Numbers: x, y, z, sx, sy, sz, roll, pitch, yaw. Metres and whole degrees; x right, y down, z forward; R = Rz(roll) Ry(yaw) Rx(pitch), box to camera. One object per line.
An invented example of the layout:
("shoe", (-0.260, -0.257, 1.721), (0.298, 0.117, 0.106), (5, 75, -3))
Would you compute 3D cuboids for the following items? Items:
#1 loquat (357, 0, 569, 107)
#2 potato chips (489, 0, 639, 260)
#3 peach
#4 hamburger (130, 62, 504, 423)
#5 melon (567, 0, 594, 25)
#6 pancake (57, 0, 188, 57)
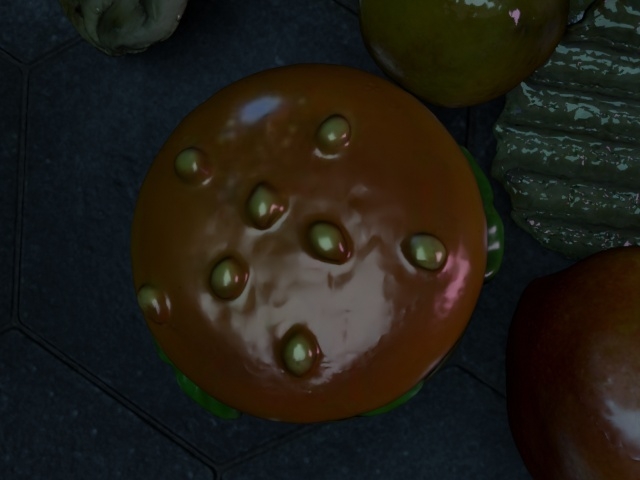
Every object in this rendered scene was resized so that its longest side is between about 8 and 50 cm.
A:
("loquat", (0.136, -0.230, 1.067), (0.213, 0.246, 0.213), (10, 67, -24))
("potato chips", (0.401, -0.117, 1.104), (0.429, 0.070, 0.358), (10, 121, 10))
("peach", (0.341, 0.159, 1.075), (0.308, 0.308, 0.332), (-45, 80, 10))
("hamburger", (0.000, 0.000, 1.106), (0.395, 0.277, 0.396), (-1, 80, 8))
("melon", (0.282, -0.240, 1.163), (0.162, 0.099, 0.099), (-3, 92, 13))
("pancake", (-0.244, -0.401, 1.188), (0.387, 0.082, 0.387), (13, 107, 49))
